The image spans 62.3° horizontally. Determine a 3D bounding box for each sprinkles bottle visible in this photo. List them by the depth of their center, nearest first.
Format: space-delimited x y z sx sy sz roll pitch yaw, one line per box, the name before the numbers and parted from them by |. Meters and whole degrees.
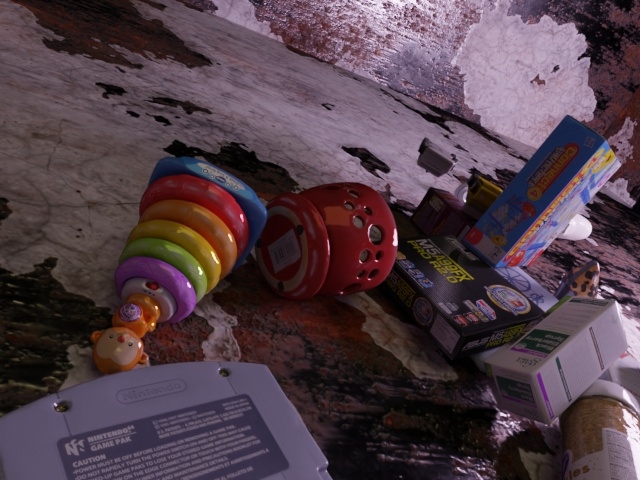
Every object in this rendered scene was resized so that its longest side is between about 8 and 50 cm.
sprinkles bottle | 0.389 0.330 0.715 0.121 0.121 0.355 33 28 10

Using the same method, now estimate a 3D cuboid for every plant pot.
plant pot | 0.000 0.000 0.861 0.174 0.191 0.191 -5 42 -41

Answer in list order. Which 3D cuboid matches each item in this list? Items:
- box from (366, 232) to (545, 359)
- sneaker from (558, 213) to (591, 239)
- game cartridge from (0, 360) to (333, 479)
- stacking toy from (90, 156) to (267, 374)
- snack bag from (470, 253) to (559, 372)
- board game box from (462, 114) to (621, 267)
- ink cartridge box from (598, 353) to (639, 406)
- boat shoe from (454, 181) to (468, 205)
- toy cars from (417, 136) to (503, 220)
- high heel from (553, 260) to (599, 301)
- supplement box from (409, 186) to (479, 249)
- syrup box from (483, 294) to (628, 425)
box | 0.243 0.089 0.986 0.216 0.060 0.270 -6 37 -31
sneaker | 0.744 -0.049 1.726 0.293 0.108 0.169 20 28 7
game cartridge | -0.144 0.211 0.513 0.297 0.062 0.198 0 34 -43
stacking toy | -0.201 0.043 0.680 0.175 0.165 0.302 28 42 -8
snack bag | 0.347 0.133 1.057 0.343 0.037 0.323 -4 36 -30
board game box | 0.476 -0.084 1.119 0.086 0.308 0.302 46 23 26
ink cartridge box | 0.581 0.288 1.016 0.127 0.072 0.175 31 27 7
boat shoe | 0.530 -0.094 1.605 0.258 0.095 0.084 23 23 -7
toy cars | 0.338 -0.149 1.318 0.176 0.087 0.393 16 24 -37
high heel | 0.617 0.131 1.196 0.261 0.186 0.093 7 34 -35
supplement box | 0.321 -0.035 1.302 0.081 0.104 0.188 6 34 -38
syrup box | 0.386 0.186 0.862 0.237 0.096 0.093 -26 12 -28
